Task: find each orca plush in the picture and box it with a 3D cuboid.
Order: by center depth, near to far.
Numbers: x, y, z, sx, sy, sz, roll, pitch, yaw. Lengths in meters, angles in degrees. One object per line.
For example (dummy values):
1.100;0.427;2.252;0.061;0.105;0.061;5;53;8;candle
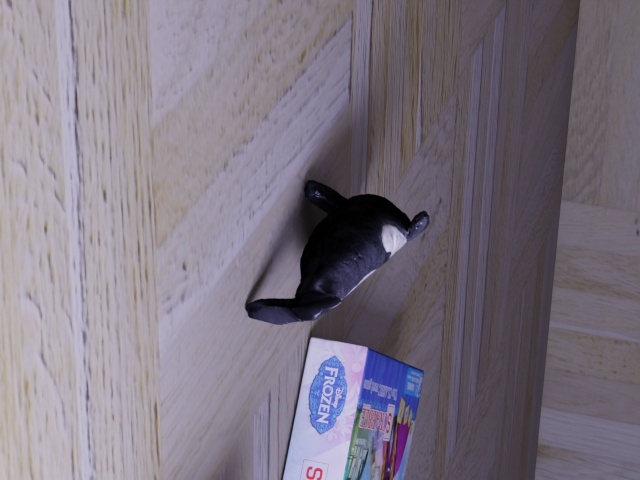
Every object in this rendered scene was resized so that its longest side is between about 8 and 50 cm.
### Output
0.000;0.000;1.642;0.151;0.102;0.287;-36;-179;36;orca plush

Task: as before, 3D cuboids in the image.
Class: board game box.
0.025;0.274;1.873;0.318;0.065;0.318;29;72;-74;board game box
